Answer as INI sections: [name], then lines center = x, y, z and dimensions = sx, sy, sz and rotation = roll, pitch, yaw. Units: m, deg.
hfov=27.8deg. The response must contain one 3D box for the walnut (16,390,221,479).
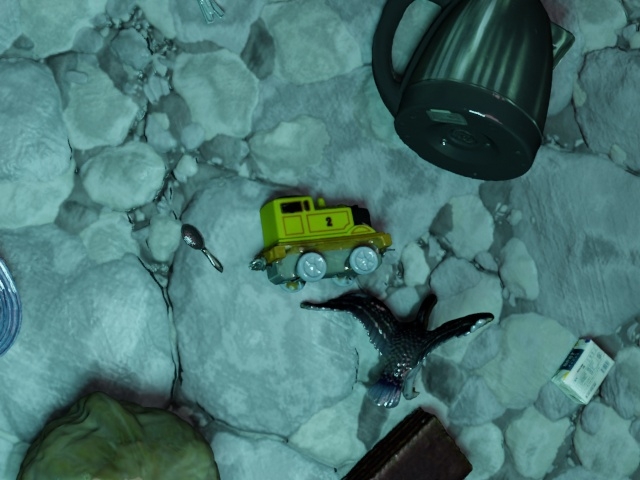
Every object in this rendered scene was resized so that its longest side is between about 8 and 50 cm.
[walnut]
center = -0.245, 0.306, 1.570
dimensions = 0.248, 0.248, 0.248
rotation = 1, 87, -24

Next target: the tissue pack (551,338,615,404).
[tissue pack]
center = 0.398, 0.199, 1.967
dimensions = 0.062, 0.042, 0.083
rotation = 42, 72, -18

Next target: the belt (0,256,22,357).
[belt]
center = -0.448, 0.064, 1.567
dimensions = 0.141, 0.082, 0.190
rotation = -31, 102, -28

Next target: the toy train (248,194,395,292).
[toy train]
center = 0.000, 0.000, 1.773
dimensions = 0.219, 0.089, 0.127
rotation = -6, 80, -24

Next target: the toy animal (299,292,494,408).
[toy animal]
center = 0.114, 0.139, 1.810
dimensions = 0.273, 0.197, 0.160
rotation = 13, 100, 19

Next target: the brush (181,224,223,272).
[brush]
center = -0.158, 0.012, 1.741
dimensions = 0.024, 0.008, 0.083
rotation = -45, 105, -23

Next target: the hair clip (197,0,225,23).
[hair clip]
center = -0.164, -0.349, 1.743
dimensions = 0.030, 0.039, 0.115
rotation = -30, 102, -17

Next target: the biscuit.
[biscuit]
center = 0.049, 0.394, 1.782
dimensions = 0.388, 0.073, 0.107
rotation = -41, 105, -21

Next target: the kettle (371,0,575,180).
[kettle]
center = 0.224, -0.251, 1.852
dimensions = 0.207, 0.251, 0.271
rotation = 44, 60, -48
